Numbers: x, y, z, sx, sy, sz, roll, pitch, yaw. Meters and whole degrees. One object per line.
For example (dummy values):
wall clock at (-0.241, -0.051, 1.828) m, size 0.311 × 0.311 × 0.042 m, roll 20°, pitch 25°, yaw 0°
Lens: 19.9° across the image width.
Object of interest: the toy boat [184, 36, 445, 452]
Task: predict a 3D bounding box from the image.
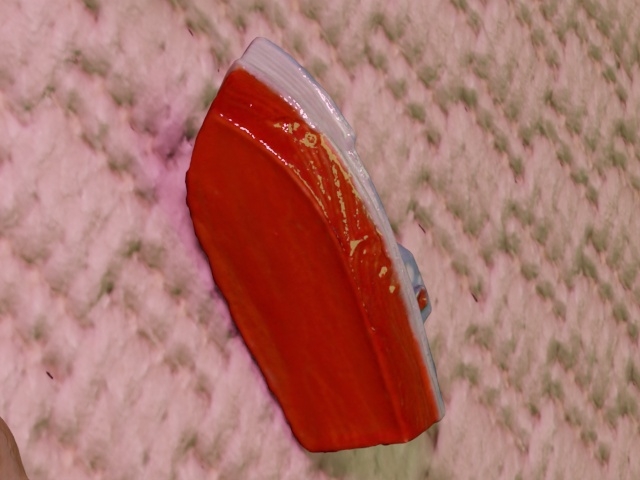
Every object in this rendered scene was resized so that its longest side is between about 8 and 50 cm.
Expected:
toy boat at (0.000, 0.000, 1.438) m, size 0.133 × 0.145 × 0.332 m, roll -48°, pitch 121°, yaw -50°

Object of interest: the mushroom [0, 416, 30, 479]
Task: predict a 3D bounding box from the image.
mushroom at (-0.261, 0.096, 1.099) m, size 0.108 × 0.096 × 0.247 m, roll -35°, pitch 103°, yaw -19°
